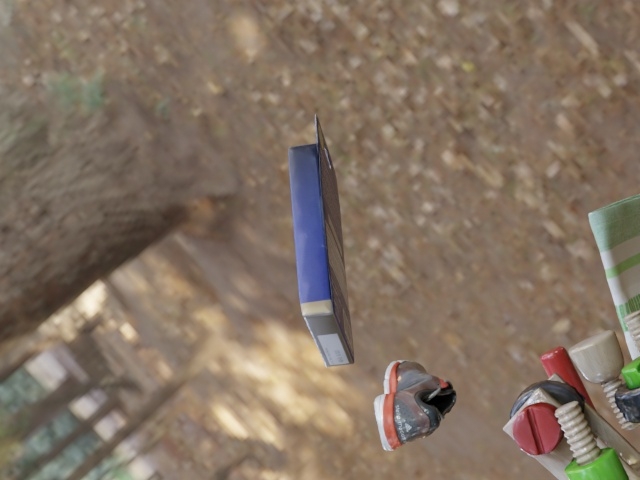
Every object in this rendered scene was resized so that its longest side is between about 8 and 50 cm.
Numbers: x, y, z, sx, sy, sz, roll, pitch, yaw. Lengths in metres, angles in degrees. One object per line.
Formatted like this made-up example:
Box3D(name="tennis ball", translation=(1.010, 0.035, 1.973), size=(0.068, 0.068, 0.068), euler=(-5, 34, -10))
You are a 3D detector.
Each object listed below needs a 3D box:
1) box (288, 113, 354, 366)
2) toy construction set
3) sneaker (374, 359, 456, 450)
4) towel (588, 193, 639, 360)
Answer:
Box3D(name="box", translation=(0.000, 0.000, 1.381), size=(0.136, 0.036, 0.225), euler=(69, -165, -62))
Box3D(name="toy construction set", translation=(0.281, 0.175, 1.001), size=(0.237, 0.257, 0.309), euler=(64, 170, 1))
Box3D(name="sneaker", translation=(0.090, 0.143, 1.192), size=(0.158, 0.065, 0.061), euler=(-53, -49, -73))
Box3D(name="towel", translation=(0.456, 0.096, 1.763), size=(0.038, 0.248, 0.325), euler=(-17, 91, 38))
